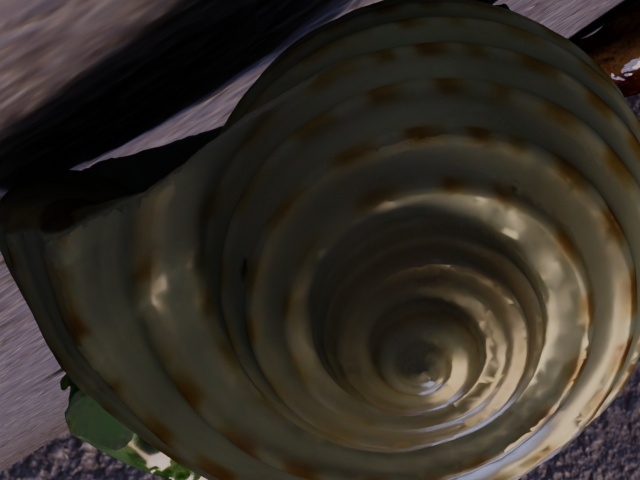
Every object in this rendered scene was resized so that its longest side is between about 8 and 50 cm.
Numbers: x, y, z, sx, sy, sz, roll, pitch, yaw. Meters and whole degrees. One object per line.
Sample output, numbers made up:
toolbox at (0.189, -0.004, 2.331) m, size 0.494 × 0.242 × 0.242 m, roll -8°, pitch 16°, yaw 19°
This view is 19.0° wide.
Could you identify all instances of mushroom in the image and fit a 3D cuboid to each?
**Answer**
mushroom at (0.197, -0.120, 1.147) m, size 0.123 × 0.052 × 0.123 m, roll -35°, pitch 175°, yaw -3°

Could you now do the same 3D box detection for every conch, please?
conch at (0.001, 0.007, 0.400) m, size 0.135 × 0.102 × 0.153 m, roll -7°, pitch 177°, yaw -5°

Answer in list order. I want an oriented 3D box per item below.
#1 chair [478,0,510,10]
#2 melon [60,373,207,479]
chair at (0.030, -0.020, 0.574) m, size 0.101 × 0.084 × 0.212 m, roll -37°, pitch 177°, yaw 10°
melon at (-0.032, 0.086, 1.300) m, size 0.124 × 0.196 × 0.323 m, roll -1°, pitch -169°, yaw 31°
